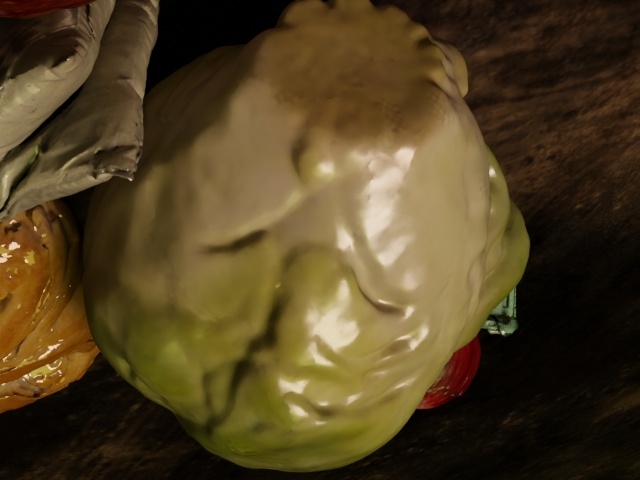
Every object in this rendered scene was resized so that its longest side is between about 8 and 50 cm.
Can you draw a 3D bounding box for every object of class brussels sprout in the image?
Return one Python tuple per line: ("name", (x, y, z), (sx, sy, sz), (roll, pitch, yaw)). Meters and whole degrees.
("brussels sprout", (-0.010, 0.009, 0.591), (0.274, 0.242, 0.316), (-31, 152, 1))

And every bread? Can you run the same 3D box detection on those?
("bread", (-0.245, 0.039, 0.609), (0.198, 0.120, 0.236), (-17, 150, -12))

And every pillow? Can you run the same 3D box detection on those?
("pillow", (-0.141, -0.078, 0.446), (0.134, 0.181, 0.078), (-28, 124, 17))

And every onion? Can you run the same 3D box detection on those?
("onion", (0.099, 0.114, 0.973), (0.131, 0.131, 0.131), (-17, 151, -10))

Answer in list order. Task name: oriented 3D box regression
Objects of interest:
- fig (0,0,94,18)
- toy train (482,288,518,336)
("fig", (-0.090, -0.180, 0.334), (0.207, 0.175, 0.175), (-39, 161, -30))
("toy train", (0.140, 0.042, 0.918), (0.149, 0.099, 0.081), (3, 177, -29))
